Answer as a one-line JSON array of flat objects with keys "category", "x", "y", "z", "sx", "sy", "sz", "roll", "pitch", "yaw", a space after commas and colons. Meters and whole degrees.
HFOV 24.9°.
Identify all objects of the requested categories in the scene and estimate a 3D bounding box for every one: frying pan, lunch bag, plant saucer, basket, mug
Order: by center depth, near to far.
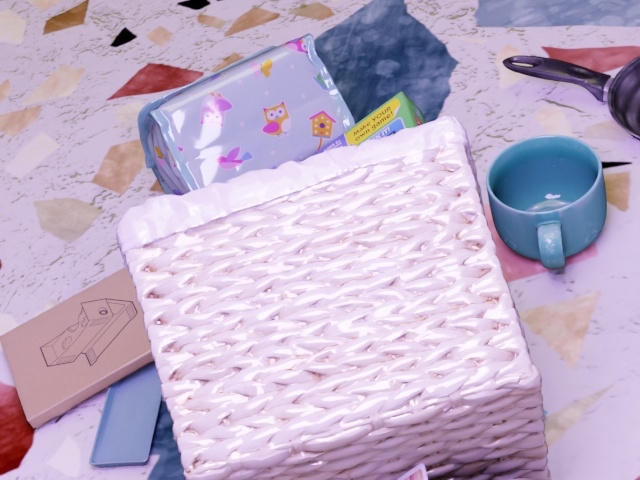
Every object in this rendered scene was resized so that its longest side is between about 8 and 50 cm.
[{"category": "basket", "x": 0.022, "y": 0.110, "z": 1.336, "sx": 0.331, "sy": 0.328, "sz": 0.266, "roll": -16, "pitch": 60, "yaw": 2}, {"category": "plant saucer", "x": -0.205, "y": 0.174, "z": 1.609, "sx": 0.067, "sy": 0.018, "sz": 0.192, "roll": -5, "pitch": 42, "yaw": 13}, {"category": "mug", "x": 0.248, "y": -0.032, "z": 1.619, "sx": 0.129, "sy": 0.097, "sz": 0.158, "roll": 19, "pitch": 54, "yaw": 33}, {"category": "frying pan", "x": 0.382, "y": -0.165, "z": 1.752, "sx": 0.326, "sy": 0.053, "sz": 0.197, "roll": -6, "pitch": 43, "yaw": 15}, {"category": "lunch bag", "x": -0.100, "y": -0.134, "z": 1.770, "sx": 0.223, "sy": 0.160, "sz": 0.262, "roll": -27, "pitch": 4, "yaw": -11}]

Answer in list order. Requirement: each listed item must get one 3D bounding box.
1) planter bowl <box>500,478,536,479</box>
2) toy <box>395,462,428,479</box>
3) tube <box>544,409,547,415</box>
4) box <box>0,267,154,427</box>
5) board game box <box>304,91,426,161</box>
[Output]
[{"category": "planter bowl", "x": 0.132, "y": 0.289, "z": 1.289, "sx": 0.162, "sy": 0.162, "sz": 0.109, "roll": -15, "pitch": 68, "yaw": 2}, {"category": "toy", "x": 0.016, "y": 0.303, "z": 1.247, "sx": 0.237, "sy": 0.056, "sz": 0.137, "roll": -42, "pitch": 45, "yaw": 35}, {"category": "tube", "x": 0.129, "y": 0.153, "z": 1.503, "sx": 0.207, "sy": 0.052, "sz": 0.080, "roll": 32, "pitch": 70, "yaw": 34}, {"category": "box", "x": -0.264, "y": 0.113, "z": 1.671, "sx": 0.201, "sy": 0.021, "sz": 0.164, "roll": -30, "pitch": 40, "yaw": -5}, {"category": "board game box", "x": 0.000, "y": 0.000, "z": 1.604, "sx": 0.317, "sy": 0.046, "sz": 0.213, "roll": -36, "pitch": 42, "yaw": 18}]
